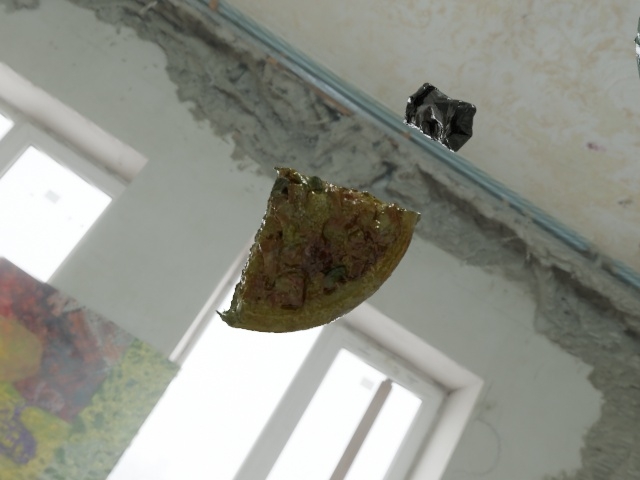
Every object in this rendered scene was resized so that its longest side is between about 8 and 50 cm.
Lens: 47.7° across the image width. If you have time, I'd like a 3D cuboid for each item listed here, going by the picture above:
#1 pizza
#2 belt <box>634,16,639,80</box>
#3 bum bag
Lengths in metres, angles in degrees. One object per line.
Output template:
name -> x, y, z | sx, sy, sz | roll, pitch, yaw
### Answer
pizza -> 0.000, 0.000, 0.856 | 0.058, 0.292, 0.197 | 6, -62, 63
belt -> 0.438, -0.207, 0.814 | 0.198, 0.151, 0.078 | 56, 11, -23
bum bag -> 0.204, -0.220, 1.268 | 0.049, 0.087, 0.197 | 20, 16, -33
